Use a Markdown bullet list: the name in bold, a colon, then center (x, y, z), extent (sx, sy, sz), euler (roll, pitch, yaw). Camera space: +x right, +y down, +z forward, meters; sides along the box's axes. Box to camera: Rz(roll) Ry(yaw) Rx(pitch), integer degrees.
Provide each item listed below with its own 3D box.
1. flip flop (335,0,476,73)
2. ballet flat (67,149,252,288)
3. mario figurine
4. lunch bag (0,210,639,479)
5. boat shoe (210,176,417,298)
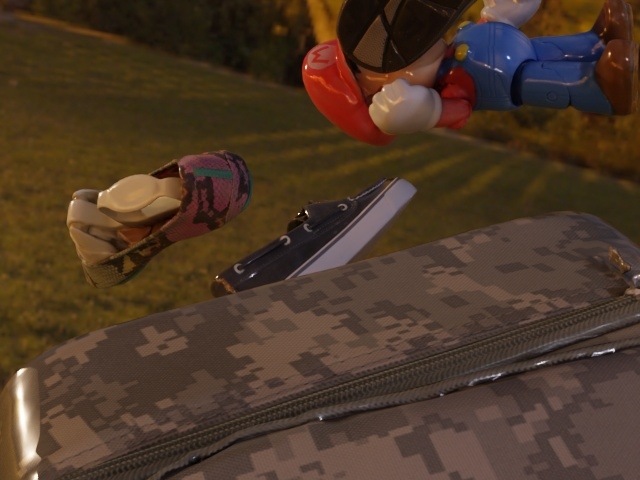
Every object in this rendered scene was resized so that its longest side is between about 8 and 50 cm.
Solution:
- **flip flop**: center (0.130, -0.253, 1.063), extent (0.112, 0.277, 0.080), euler (48, 21, -2)
- **ballet flat**: center (-0.144, -0.020, 0.933), extent (0.079, 0.076, 0.221), euler (13, -24, -39)
- **mario figurine**: center (0.138, -0.184, 1.164), extent (0.321, 0.170, 0.198), euler (-4, 1, 10)
- **lunch bag**: center (0.054, 0.140, 0.418), extent (0.305, 0.212, 0.256), euler (-13, 27, -14)
- **boat shoe**: center (0.000, 0.000, 0.617), extent (0.040, 0.049, 0.142), euler (43, 47, 7)
